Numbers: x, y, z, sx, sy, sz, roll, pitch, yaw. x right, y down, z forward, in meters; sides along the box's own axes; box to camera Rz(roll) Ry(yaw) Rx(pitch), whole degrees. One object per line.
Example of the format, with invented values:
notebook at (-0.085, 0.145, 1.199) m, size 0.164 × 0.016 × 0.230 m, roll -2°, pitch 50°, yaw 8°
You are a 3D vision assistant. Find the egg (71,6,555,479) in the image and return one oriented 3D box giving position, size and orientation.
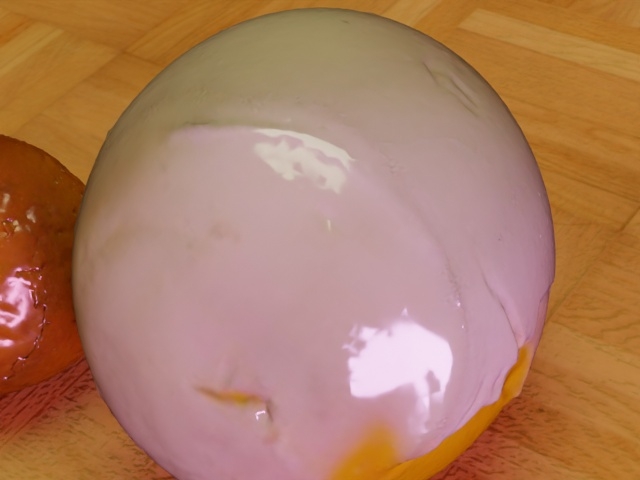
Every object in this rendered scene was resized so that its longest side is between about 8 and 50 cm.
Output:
egg at (0.000, 0.000, 0.833) m, size 0.283 × 0.283 × 0.345 m, roll 3°, pitch 30°, yaw 11°

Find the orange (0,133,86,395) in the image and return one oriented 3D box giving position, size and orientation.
orange at (-0.234, 0.015, 0.920) m, size 0.193 × 0.193 × 0.161 m, roll 2°, pitch 17°, yaw 9°
